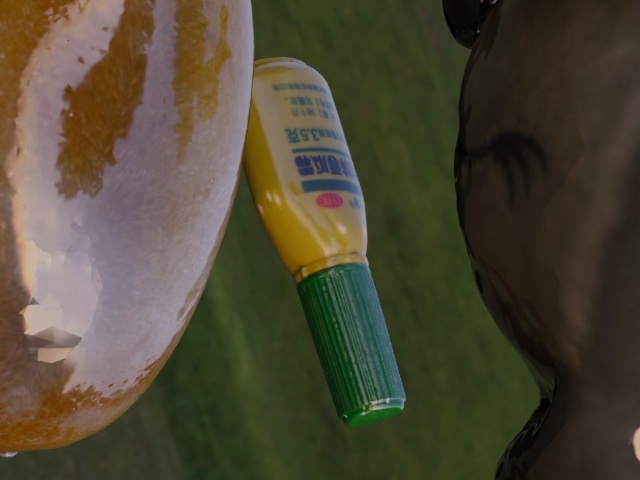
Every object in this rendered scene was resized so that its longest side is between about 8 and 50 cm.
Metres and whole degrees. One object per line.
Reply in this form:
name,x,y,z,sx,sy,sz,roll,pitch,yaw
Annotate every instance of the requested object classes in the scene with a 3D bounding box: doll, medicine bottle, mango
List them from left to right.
mango,-0.152,-0.055,1.105,0.199,0.222,0.384,45,-56,58
medicine bottle,0.000,0.000,1.311,0.095,0.064,0.260,7,61,-51
doll,0.193,-0.033,0.545,0.379,0.252,0.382,34,-52,46
